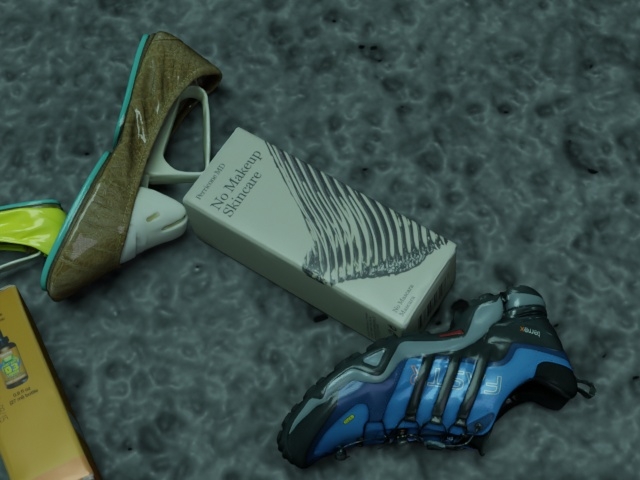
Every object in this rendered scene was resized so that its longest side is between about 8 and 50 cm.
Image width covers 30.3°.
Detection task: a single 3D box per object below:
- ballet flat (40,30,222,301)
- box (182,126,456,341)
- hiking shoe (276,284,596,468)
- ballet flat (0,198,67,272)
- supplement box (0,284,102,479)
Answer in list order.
[{"bbox_3d":[-0.189,-0.075,1.294,0.124,0.116,0.342,19,62,-3],"label":"ballet flat"},{"bbox_3d":[0.000,0.000,1.236,0.275,0.094,0.113,28,71,16],"label":"box"},{"bbox_3d":[0.107,0.156,1.141,0.304,0.113,0.132,-26,67,-6],"label":"hiking shoe"},{"bbox_3d":[-0.389,0.003,1.285,0.231,0.077,0.077,-4,80,1],"label":"ballet flat"},{"bbox_3d":[-0.297,0.165,1.193,0.078,0.080,0.233,-25,66,-8],"label":"supplement box"}]
